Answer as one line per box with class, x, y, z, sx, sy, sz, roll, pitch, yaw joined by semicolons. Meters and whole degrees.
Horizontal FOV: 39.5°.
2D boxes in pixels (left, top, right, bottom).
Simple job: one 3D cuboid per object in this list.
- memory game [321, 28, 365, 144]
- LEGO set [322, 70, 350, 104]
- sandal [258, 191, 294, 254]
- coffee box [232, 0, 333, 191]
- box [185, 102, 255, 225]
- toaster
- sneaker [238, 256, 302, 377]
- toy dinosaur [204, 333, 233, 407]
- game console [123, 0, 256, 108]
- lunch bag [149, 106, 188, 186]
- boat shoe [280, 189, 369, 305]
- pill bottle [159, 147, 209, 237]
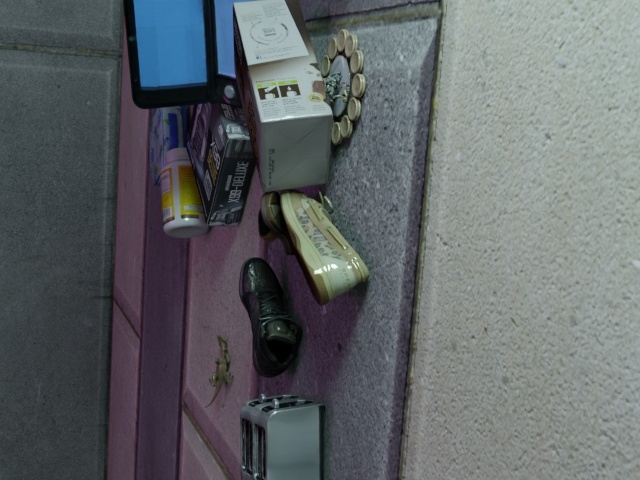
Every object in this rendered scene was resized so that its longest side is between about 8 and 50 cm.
memory game;0.032;-0.247;1.442;0.186;0.012;0.186;180;90;-69
LEGO set;0.021;-0.244;1.417;0.083;0.024;0.054;-167;79;-69
sandal;-0.086;-0.028;1.573;0.219;0.060;0.089;52;-151;-76
coffee box;-0.068;-0.252;1.505;0.168;0.119;0.297;94;165;-53
box;-0.225;-0.220;2.006;0.307;0.077;0.242;-111;30;-44
toaster;-0.066;0.361;1.542;0.168;0.110;0.185;174;96;-69
sneaker;-0.089;0.133;1.647;0.130;0.087;0.227;146;119;-62
toy dinosaur;-0.231;0.313;2.069;0.092;0.053;0.183;-146;65;-83
game console;-0.230;-0.387;1.719;0.250;0.173;0.293;20;122;36
lunch bag;-0.421;-0.267;2.490;0.176;0.090;0.218;140;127;-64
boat shoe;0.000;0.000;1.442;0.285;0.089;0.104;-115;6;-52
pill bottle;-0.344;-0.121;2.253;0.117;0.117;0.214;138;129;-62
